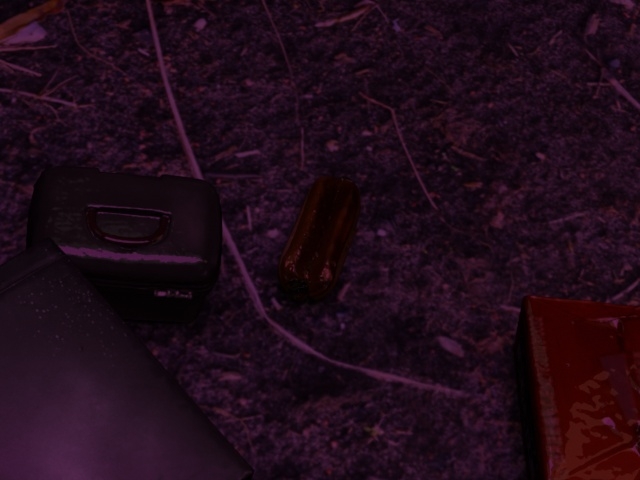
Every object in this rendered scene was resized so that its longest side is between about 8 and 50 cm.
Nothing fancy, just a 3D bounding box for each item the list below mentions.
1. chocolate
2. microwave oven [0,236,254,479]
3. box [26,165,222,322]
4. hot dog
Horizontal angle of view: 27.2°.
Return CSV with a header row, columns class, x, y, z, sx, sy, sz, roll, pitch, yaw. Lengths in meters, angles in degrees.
class,x,y,z,sx,sy,sz,roll,pitch,yaw
chocolate,0.333,0.190,1.482,0.235,0.108,0.237,5,58,-11
microwave oven,-0.326,0.267,1.194,0.432,0.236,0.374,-33,70,-29
box,-0.216,0.008,1.455,0.210,0.129,0.148,6,56,-11
hot dog,0.000,0.000,1.556,0.072,0.055,0.188,19,55,3
